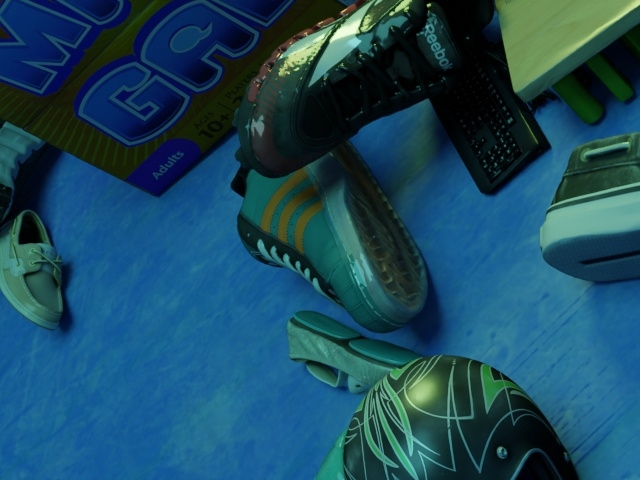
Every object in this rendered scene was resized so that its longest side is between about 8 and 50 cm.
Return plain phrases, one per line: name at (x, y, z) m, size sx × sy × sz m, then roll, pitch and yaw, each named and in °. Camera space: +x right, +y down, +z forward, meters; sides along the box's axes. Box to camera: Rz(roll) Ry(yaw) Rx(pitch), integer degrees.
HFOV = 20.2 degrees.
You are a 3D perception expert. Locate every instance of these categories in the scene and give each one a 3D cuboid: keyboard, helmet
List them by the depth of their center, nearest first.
helmet at (0.096, 0.166, 1.329) m, size 0.169 × 0.161 × 0.169 m, roll -23°, pitch 51°, yaw 32°
keyboard at (0.139, -0.134, 1.571) m, size 0.100 × 0.038 × 0.192 m, roll -41°, pitch 44°, yaw 17°

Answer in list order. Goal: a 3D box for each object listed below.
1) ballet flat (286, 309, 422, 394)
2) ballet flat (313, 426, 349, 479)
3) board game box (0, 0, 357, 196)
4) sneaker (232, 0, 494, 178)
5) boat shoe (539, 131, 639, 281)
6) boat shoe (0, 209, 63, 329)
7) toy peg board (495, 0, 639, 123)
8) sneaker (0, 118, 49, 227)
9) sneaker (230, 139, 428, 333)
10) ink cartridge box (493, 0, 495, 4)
ballet flat at (0.030, 0.104, 1.525) m, size 0.168 × 0.057 × 0.052 m, roll 22°, pitch 110°, yaw 52°
ballet flat at (0.043, 0.263, 1.396) m, size 0.087 × 0.083 × 0.247 m, roll -53°, pitch 35°, yaw 42°
board game box at (-0.206, -0.336, 1.765) m, size 0.356 × 0.356 × 0.356 m, roll -41°, pitch 44°, yaw 24°
sneaker at (0.044, -0.149, 1.525) m, size 0.276 × 0.097 × 0.135 m, roll -41°, pitch 26°, yaw -25°
boat shoe at (0.298, -0.055, 1.305) m, size 0.335 × 0.121 × 0.119 m, roll -10°, pitch 63°, yaw 42°
boat shoe at (-0.299, 0.026, 1.868) m, size 0.059 × 0.063 × 0.170 m, roll -51°, pitch 41°, yaw 16°
toy peg board at (0.239, -0.185, 1.494) m, size 0.161 × 0.079 × 0.160 m, roll -35°, pitch 30°, yaw 22°
sneaker at (-0.353, -0.084, 1.971) m, size 0.106 × 0.078 × 0.234 m, roll -52°, pitch 13°, yaw 53°
sneaker at (0.000, 0.000, 1.574) m, size 0.121 × 0.108 × 0.302 m, roll -44°, pitch 35°, yaw 15°
ink cartridge box at (0.119, -0.373, 1.581) m, size 0.165 × 0.065 × 0.332 m, roll 9°, pitch 105°, yaw 37°
